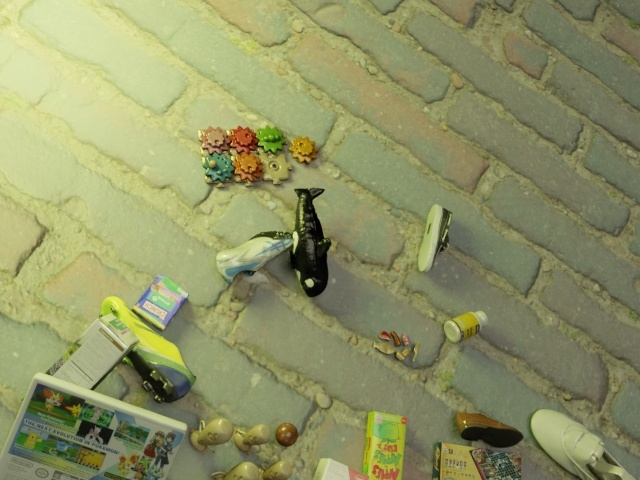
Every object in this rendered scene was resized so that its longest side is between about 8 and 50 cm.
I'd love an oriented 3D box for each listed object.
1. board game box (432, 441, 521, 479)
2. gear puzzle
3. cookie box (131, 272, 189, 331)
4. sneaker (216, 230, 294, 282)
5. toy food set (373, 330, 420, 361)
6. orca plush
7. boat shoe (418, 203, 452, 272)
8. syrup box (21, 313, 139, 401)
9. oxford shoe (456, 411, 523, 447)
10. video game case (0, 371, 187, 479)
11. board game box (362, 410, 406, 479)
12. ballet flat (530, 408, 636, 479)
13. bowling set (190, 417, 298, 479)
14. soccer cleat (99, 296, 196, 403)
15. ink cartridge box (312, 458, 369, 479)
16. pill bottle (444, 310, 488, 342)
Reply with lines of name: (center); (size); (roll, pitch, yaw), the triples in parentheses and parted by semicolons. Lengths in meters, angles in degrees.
board game box: (0.409, 0.627, 1.654); (0.243, 0.042, 0.165); (14, 69, -15)
gear puzzle: (-0.159, -0.238, 1.736); (0.338, 0.044, 0.176); (-5, 74, -21)
cookie box: (-0.385, 0.149, 1.526); (0.091, 0.040, 0.107); (36, 65, -7)
sneaker: (-0.161, 0.036, 1.634); (0.237, 0.085, 0.086); (-23, 116, -31)
toy food set: (0.205, 0.280, 1.711); (0.122, 0.019, 0.078); (24, 65, -3)
orca plush: (0.000, 0.000, 1.650); (0.151, 0.102, 0.288); (22, 69, -47)
boat shoe: (0.337, -0.001, 1.819); (0.070, 0.078, 0.220); (23, 65, -10)
syrup box: (-0.510, 0.275, 1.359); (0.096, 0.093, 0.237); (43, 89, -2)
oxford shoe: (0.456, 0.501, 1.703); (0.212, 0.076, 0.076); (21, 26, -23)
video game case: (-0.487, 0.467, 1.317); (0.328, 0.036, 0.300); (23, 93, -11)
board game box: (0.160, 0.531, 1.595); (0.092, 0.043, 0.182); (14, 68, -15)
ballet flat: (0.759, 0.608, 1.739); (0.400, 0.139, 0.139); (45, 64, -1)
bowling set: (-0.146, 0.511, 1.456); (0.199, 0.154, 0.287); (-18, 77, -45)
soccer cleat: (-0.403, 0.247, 1.477); (0.289, 0.093, 0.121); (51, 33, 6)
ink cartridge box: (0.026, 0.633, 1.498); (0.115, 0.067, 0.198); (26, 66, -10)
pill bottle: (0.409, 0.237, 1.772); (0.116, 0.065, 0.065); (-19, 80, -24)
